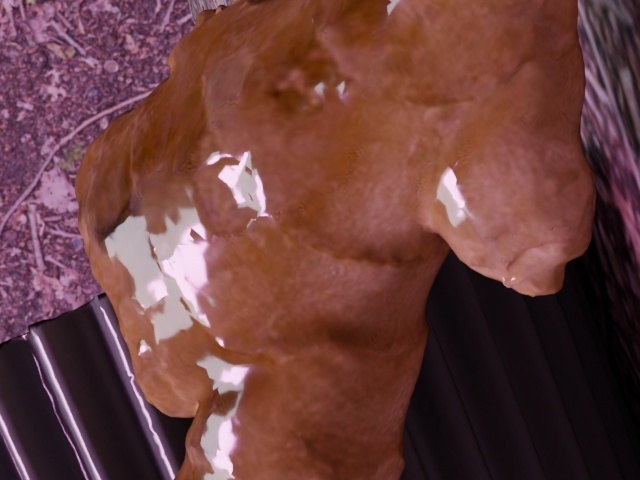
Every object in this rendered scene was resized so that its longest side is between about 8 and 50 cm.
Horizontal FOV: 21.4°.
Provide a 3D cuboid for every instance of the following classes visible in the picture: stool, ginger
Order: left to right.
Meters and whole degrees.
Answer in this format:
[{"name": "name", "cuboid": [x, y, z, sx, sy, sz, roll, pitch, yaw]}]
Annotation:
[{"name": "ginger", "cuboid": [0.009, -0.029, 0.440, 0.148, 0.081, 0.334, 50, 126, 36]}, {"name": "stool", "cuboid": [0.015, 0.177, 0.639, 0.297, 0.297, 0.330, 101, 145, -80]}]
